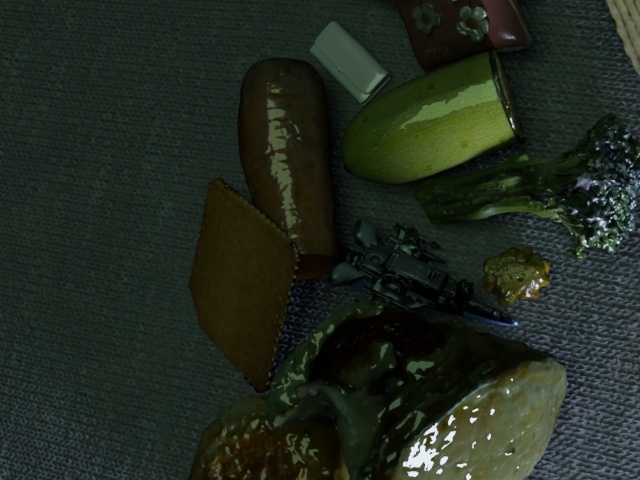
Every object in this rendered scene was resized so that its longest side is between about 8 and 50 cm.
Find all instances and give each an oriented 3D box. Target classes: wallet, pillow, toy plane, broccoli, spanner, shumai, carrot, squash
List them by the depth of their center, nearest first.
[{"bbox_3d":[0.107,0.187,1.489,0.330,0.291,0.288,-30,42,-24],"label":"shumai"},{"bbox_3d":[0.261,-0.063,1.548,0.304,0.145,0.164,-5,74,34],"label":"broccoli"},{"bbox_3d":[0.141,0.059,1.586,0.246,0.078,0.169,18,54,16],"label":"toy plane"},{"bbox_3d":[0.172,-0.309,1.600,0.179,0.075,0.171,-10,111,43],"label":"pillow"},{"bbox_3d":[0.136,-0.151,1.602,0.247,0.132,0.132,-20,73,17],"label":"squash"},{"bbox_3d":[-0.046,-0.102,1.660,0.139,0.139,0.301,-11,71,20],"label":"carrot"},{"bbox_3d":[0.000,0.000,1.694,0.208,0.012,0.046,39,97,23],"label":"spanner"},{"bbox_3d":[0.040,-0.252,1.719,0.061,0.025,0.122,-48,67,15],"label":"wallet"}]

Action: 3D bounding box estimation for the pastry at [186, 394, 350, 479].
[{"bbox_3d":[-0.056,0.330,1.600,0.236,0.121,0.256,-13,78,23],"label":"pastry"}]

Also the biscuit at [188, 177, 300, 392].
[{"bbox_3d":[-0.111,0.057,1.652,0.237,0.013,0.232,41,126,45],"label":"biscuit"}]

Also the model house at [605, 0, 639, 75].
[{"bbox_3d":[0.424,-0.307,1.437,0.175,0.234,0.193,-22,105,11],"label":"model house"}]

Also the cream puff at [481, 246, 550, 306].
[{"bbox_3d":[0.251,0.046,1.559,0.083,0.058,0.083,35,94,18],"label":"cream puff"}]
